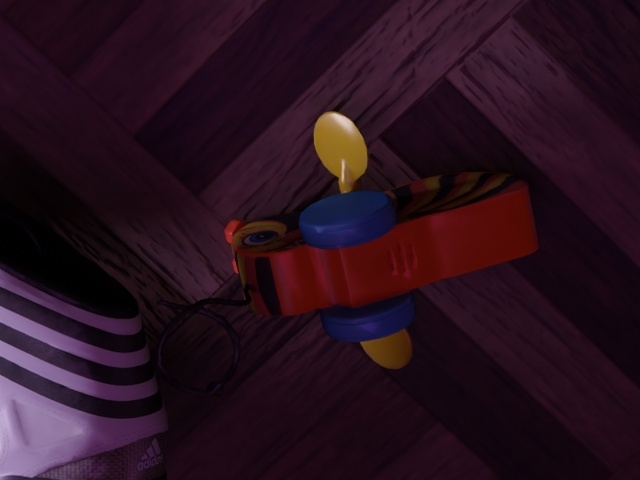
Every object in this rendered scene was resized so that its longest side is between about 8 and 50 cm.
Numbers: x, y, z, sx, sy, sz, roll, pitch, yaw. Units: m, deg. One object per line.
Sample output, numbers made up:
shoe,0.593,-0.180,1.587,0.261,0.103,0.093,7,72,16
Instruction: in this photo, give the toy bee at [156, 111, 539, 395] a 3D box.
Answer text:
toy bee,0.000,0.000,1.370,0.298,0.162,0.195,2,103,-26

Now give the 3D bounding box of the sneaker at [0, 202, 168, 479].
sneaker,-0.301,0.098,1.356,0.447,0.169,0.257,-2,92,26
